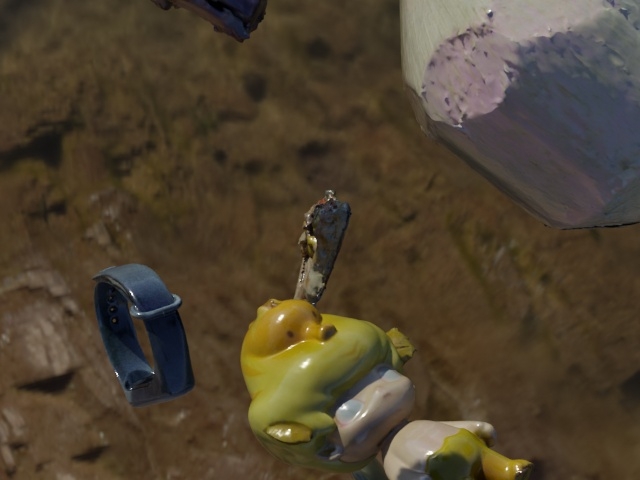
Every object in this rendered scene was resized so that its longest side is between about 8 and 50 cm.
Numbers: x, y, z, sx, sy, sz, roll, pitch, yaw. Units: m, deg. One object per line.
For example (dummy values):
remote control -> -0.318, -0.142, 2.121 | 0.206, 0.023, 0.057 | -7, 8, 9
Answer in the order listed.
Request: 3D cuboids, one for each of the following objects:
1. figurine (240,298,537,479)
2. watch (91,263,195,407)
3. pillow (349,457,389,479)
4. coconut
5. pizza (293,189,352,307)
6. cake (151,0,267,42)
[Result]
figurine -> 0.037, 0.132, 0.976 | 0.246, 0.131, 0.156 | 32, 45, 29
watch -> -0.234, 0.119, 1.706 | 0.068, 0.206, 0.193 | -18, 87, -28
pillow -> 0.070, 0.261, 1.270 | 0.033, 0.130, 0.217 | -33, 120, 2
coconut -> 0.119, -0.103, 0.633 | 0.183, 0.171, 0.171 | 41, 68, -10
pizza -> 0.000, 0.000, 1.638 | 0.052, 0.195, 0.185 | 14, 64, -6
cake -> -0.075, -0.170, 0.651 | 0.116, 0.295, 0.113 | 32, 103, -16
